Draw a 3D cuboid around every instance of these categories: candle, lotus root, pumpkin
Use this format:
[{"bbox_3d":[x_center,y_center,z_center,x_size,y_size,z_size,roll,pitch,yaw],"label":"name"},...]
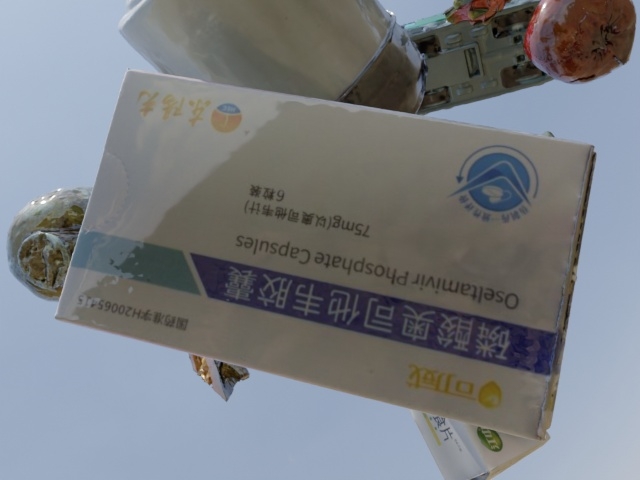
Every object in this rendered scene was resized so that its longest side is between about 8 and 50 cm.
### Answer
[{"bbox_3d":[-0.063,-0.213,0.603,0.342,0.221,0.221,42,-94,-26],"label":"candle"},{"bbox_3d":[-0.358,0.004,0.952,0.175,0.175,0.349,-57,-5,6],"label":"lotus root"},{"bbox_3d":[-0.222,0.268,1.412,0.126,0.248,0.130,-13,-74,-25],"label":"pumpkin"}]

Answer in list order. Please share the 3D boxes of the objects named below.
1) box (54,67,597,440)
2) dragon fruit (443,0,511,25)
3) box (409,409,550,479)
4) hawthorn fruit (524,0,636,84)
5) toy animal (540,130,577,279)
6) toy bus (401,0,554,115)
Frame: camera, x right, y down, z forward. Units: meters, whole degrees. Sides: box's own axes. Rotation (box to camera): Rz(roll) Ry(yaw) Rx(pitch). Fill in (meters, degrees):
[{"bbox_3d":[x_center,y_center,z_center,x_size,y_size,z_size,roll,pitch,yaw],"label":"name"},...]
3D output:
[{"bbox_3d":[0.000,0.000,0.442,0.065,0.344,0.200,54,-132,-77],"label":"box"},{"bbox_3d":[0.269,-0.411,1.045,0.086,0.081,0.116,-3,-19,-44],"label":"dragon fruit"},{"bbox_3d":[0.274,0.300,1.197,0.173,0.332,0.145,-13,-26,-30],"label":"box"},{"bbox_3d":[0.357,-0.301,0.866,0.148,0.172,0.148,-7,-61,-13],"label":"hawthorn fruit"},{"bbox_3d":[0.286,-0.015,0.794,0.108,0.138,0.236,-18,-57,-2],"label":"toy animal"},{"bbox_3d":[0.319,-0.395,1.261,0.199,0.344,0.183,-72,-32,-56],"label":"toy bus"}]
